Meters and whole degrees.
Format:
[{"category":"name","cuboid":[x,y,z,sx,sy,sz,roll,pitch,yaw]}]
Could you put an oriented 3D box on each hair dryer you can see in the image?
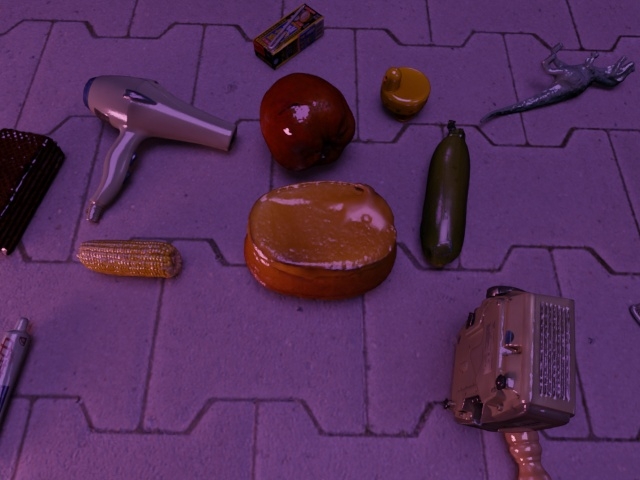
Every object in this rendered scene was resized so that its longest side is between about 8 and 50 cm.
[{"category":"hair dryer","cuboid":[-0.314,-0.185,0.892,0.295,0.119,0.298,-3,82,-7]}]

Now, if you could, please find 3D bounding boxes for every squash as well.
[{"category":"squash","cuboid":[0.245,-0.105,0.861,0.087,0.087,0.332,13,64,4]}]

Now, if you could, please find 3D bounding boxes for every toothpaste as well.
[{"category":"toothpaste","cuboid":[-0.516,0.237,0.713,0.060,0.038,0.234,7,68,4]}]

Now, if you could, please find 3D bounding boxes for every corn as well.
[{"category":"corn","cuboid":[-0.333,0.031,0.786,0.165,0.085,0.063,2,82,4]}]

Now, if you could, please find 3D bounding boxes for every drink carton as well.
[{"category":"drink carton","cuboid":[-0.072,-0.474,1.035,0.071,0.056,0.165,40,71,18]}]

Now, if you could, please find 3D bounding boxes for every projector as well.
[{"category":"projector","cuboid":[0.256,0.163,0.636,0.088,0.269,0.194,13,66,4]}]

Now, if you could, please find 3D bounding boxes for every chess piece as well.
[{"category":"chess piece","cuboid":[0.319,0.345,0.673,0.066,0.066,0.122,-3,60,-3]}]

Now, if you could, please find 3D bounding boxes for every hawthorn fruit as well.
[{"category":"hawthorn fruit","cuboid":[-0.033,-0.242,0.866,0.185,0.185,0.202,-22,64,-11]}]

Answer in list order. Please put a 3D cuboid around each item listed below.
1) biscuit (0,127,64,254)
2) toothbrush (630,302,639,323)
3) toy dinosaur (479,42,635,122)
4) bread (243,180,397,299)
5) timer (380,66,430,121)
[{"category":"biscuit","cuboid":[-0.595,-0.091,0.841,0.106,0.070,0.252,13,67,5]},{"category":"toothbrush","cuboid":[0.634,0.237,0.744,0.025,0.030,0.307,-22,68,-19]},{"category":"toy dinosaur","cuboid":[0.503,-0.366,0.986,0.382,0.076,0.129,-16,91,-2]},{"category":"bread","cuboid":[0.000,0.000,0.774,0.269,0.143,0.196,0,63,-4]},{"category":"timer","cuboid":[0.178,-0.322,0.942,0.107,0.109,0.107,1,66,-1]}]
